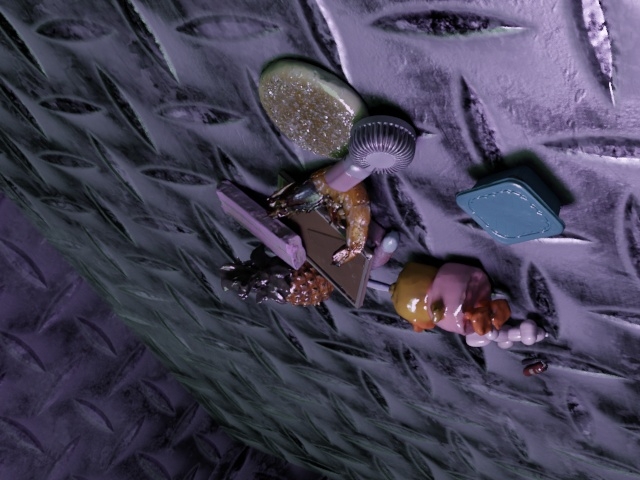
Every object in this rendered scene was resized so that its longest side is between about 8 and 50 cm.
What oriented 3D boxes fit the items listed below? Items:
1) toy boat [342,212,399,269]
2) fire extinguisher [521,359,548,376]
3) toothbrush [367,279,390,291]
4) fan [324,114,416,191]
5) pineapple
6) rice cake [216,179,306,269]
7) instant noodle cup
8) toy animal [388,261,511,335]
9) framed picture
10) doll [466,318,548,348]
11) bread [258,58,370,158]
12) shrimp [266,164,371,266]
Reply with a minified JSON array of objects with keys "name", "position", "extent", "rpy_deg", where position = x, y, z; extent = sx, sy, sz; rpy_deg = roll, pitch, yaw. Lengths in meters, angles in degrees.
[{"name":"toy boat","position":[0.090,0.015,1.996],"extent":[0.155,0.085,0.227],"rpy_deg":[36,153,-7]},{"name":"fire extinguisher","position":[0.531,0.309,2.085],"extent":[0.046,0.032,0.100],"rpy_deg":[66,155,10]},{"name":"toothbrush","position":[0.102,0.103,2.198],"extent":[0.269,0.021,0.027],"rpy_deg":[15,161,32]},{"name":"fan","position":[0.089,-0.164,1.666],"extent":[0.130,0.074,0.244],"rpy_deg":[21,149,-26]},{"name":"pineapple","position":[-0.113,0.092,2.143],"extent":[0.310,0.170,0.141],"rpy_deg":[2,147,-41]},{"name":"rice cake","position":[-0.153,-0.046,2.119],"extent":[0.298,0.050,0.106],"rpy_deg":[38,158,31]},{"name":"instant noodle cup","position":[0.363,-0.071,1.579],"extent":[0.157,0.070,0.179],"rpy_deg":[42,151,-20]},{"name":"toy animal","position":[0.272,0.131,1.921],"extent":[0.281,0.195,0.169],"rpy_deg":[-2,98,43]},{"name":"framed picture","position":[0.000,0.000,2.007],"extent":[0.315,0.024,0.232],"rpy_deg":[44,152,22]},{"name":"doll","position":[0.439,0.217,1.950],"extent":[0.161,0.059,0.160],"rpy_deg":[7,166,-24]},{"name":"bread","position":[-0.016,-0.259,1.703],"extent":[0.267,0.040,0.267],"rpy_deg":[25,153,14]},{"name":"shrimp","position":[-0.003,-0.045,1.882],"extent":[0.290,0.054,0.222],"rpy_deg":[-11,92,38]}]
